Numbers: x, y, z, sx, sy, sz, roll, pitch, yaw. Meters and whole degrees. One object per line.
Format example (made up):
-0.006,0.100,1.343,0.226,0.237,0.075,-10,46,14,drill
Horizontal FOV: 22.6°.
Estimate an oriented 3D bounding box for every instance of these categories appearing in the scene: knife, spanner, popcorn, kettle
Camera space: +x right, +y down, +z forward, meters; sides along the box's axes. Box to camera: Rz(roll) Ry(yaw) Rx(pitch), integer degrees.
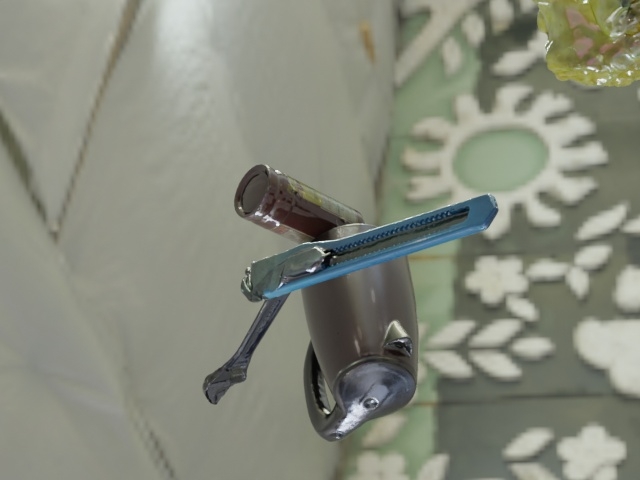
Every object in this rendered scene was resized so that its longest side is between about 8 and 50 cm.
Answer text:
0.029,0.006,1.285,0.026,0.296,0.044,41,-128,-27,knife
-0.070,0.094,1.753,0.046,0.012,0.208,17,-70,-43,spanner
0.296,-0.245,1.683,0.142,0.173,0.174,-64,-31,-47,popcorn
0.037,0.121,1.983,0.144,0.202,0.232,28,-148,-27,kettle

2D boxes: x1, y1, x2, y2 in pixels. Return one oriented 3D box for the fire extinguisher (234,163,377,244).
-0.002,-0.005,2.085,0.252,0.075,0.106,26,-81,-35,fire extinguisher
